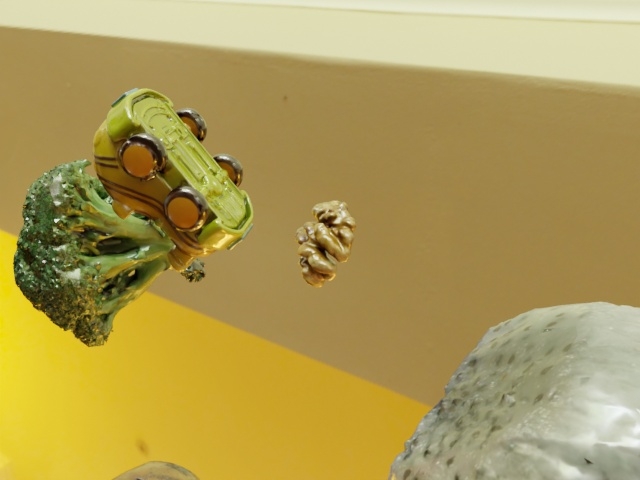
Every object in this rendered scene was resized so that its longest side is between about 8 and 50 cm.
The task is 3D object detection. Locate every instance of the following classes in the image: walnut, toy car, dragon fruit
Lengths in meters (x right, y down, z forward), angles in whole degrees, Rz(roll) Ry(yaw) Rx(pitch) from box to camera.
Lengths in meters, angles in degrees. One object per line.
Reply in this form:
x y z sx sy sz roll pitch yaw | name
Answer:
0.000 0.000 1.261 0.069 0.170 0.143 28 -72 -21 | walnut
-0.211 -0.077 1.008 0.142 0.200 0.248 -36 -83 19 | toy car
0.182 0.152 0.388 0.221 0.283 0.204 47 -32 -13 | dragon fruit

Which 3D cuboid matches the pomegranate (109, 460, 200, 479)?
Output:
-0.314 0.547 1.345 0.281 0.281 0.281 18 -61 35 | pomegranate

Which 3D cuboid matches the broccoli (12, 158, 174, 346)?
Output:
-0.368 0.008 1.208 0.275 0.308 0.308 -11 -76 4 | broccoli

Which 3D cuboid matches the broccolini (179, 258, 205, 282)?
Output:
-0.314 -0.009 1.464 0.071 0.057 0.254 18 -29 54 | broccolini
